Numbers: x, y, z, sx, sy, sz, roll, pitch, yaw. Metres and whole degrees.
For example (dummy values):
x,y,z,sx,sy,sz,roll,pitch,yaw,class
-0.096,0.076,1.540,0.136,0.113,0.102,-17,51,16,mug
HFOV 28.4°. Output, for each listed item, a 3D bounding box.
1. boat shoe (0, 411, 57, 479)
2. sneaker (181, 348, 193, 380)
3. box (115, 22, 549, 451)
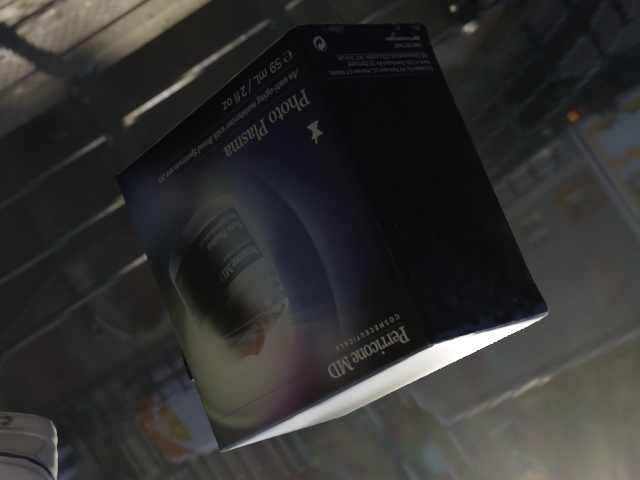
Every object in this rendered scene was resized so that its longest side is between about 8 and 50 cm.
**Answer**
x,y,z,sx,sy,sz,roll,pitch,yaw,class
-0.261,0.137,0.726,0.076,0.226,0.083,-91,-175,-53,boat shoe
-0.103,0.066,1.704,0.131,0.112,0.319,0,130,-26,sneaker
0.000,0.000,1.156,0.182,0.294,0.296,-11,164,-46,box
